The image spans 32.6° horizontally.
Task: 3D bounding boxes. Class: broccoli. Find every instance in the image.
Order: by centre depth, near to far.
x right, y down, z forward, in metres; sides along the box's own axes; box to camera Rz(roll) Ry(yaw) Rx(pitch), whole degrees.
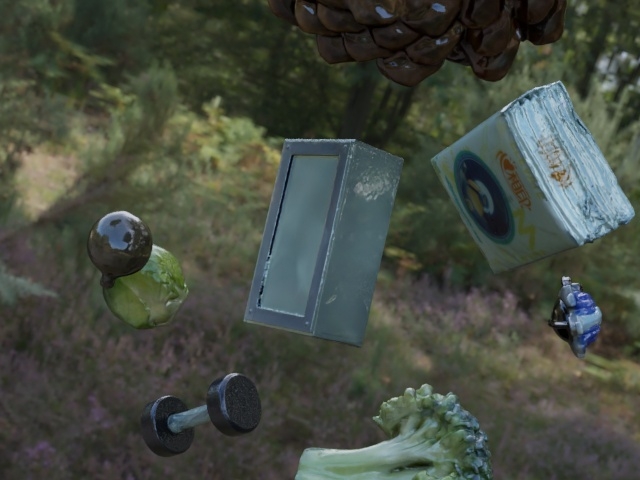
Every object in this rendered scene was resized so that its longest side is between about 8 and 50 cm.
[{"bbox_3d":[0.100,0.371,1.523,0.281,0.347,0.293,11,10,11],"label":"broccoli"}]

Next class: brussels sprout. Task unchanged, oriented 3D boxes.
[{"bbox_3d":[-0.298,0.077,1.878,0.155,0.155,0.117,20,10,6],"label":"brussels sprout"}]

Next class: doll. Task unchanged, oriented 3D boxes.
[{"bbox_3d":[0.333,0.100,1.437,0.070,0.096,0.195,-11,4,11],"label":"doll"}]

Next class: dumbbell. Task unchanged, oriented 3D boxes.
[{"bbox_3d":[-0.193,0.282,1.762,0.191,0.100,0.100,-23,-24,34],"label":"dumbbell"}]

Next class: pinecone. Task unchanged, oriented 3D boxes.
[{"bbox_3d":[0.129,-0.370,1.160,0.398,0.397,0.398,20,4,-1],"label":"pinecone"}]

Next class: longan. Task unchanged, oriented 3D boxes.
[{"bbox_3d":[-0.299,0.014,1.610,0.106,0.119,0.106,20,-3,1],"label":"longan"}]

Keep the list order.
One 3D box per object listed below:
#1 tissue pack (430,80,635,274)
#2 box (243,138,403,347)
[{"bbox_3d":[0.382,-0.101,2.045,0.287,0.162,0.388,60,-16,2],"label":"tissue pack"},{"bbox_3d":[0.000,0.000,1.271,0.086,0.225,0.129,17,-7,-40],"label":"box"}]
